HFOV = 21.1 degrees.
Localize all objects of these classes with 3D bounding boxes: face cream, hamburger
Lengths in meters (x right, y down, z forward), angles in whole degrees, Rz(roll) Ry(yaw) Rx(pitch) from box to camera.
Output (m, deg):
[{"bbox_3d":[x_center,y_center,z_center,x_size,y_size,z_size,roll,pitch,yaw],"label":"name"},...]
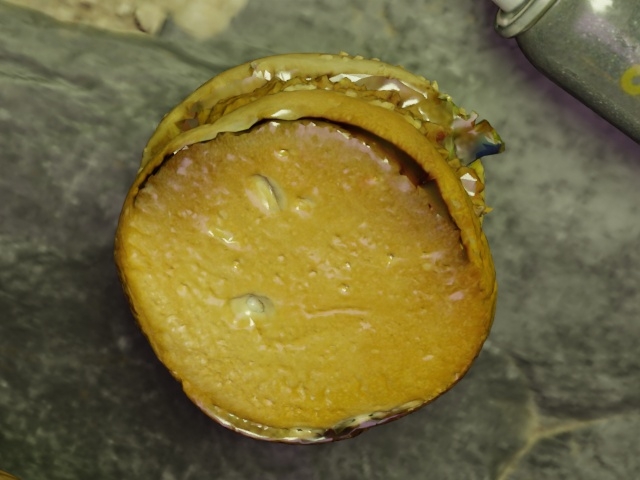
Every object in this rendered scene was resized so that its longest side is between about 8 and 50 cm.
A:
[{"bbox_3d":[0.186,-0.059,0.780,0.283,0.073,0.073,34,118,-11],"label":"face cream"},{"bbox_3d":[-0.005,0.007,0.818,0.182,0.118,0.191,3,116,10],"label":"hamburger"}]

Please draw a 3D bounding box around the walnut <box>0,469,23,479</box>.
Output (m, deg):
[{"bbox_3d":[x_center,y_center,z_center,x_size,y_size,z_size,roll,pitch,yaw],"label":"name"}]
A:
[{"bbox_3d":[-0.218,0.210,0.928,0.221,0.195,0.195,26,119,1],"label":"walnut"}]
